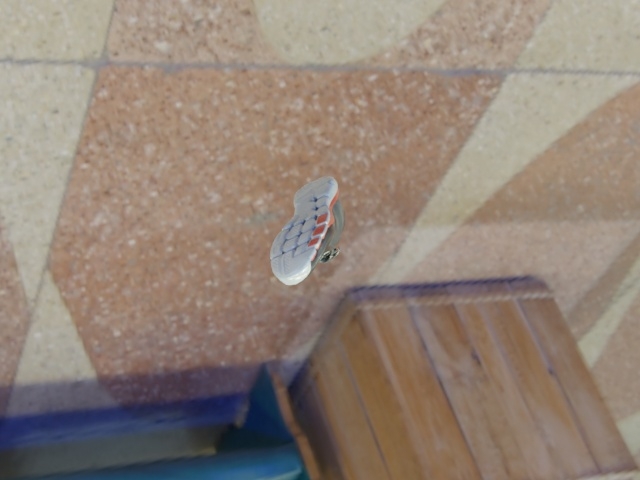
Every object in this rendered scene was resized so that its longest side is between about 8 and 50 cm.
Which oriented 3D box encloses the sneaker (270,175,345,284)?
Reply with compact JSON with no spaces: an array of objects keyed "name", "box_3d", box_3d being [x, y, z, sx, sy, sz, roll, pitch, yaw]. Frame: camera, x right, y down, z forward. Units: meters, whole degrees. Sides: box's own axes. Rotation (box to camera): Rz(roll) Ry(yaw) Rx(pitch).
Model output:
[{"name":"sneaker","box_3d":[0.000,0.000,1.071,0.061,0.158,0.065,-16,121,27]}]
